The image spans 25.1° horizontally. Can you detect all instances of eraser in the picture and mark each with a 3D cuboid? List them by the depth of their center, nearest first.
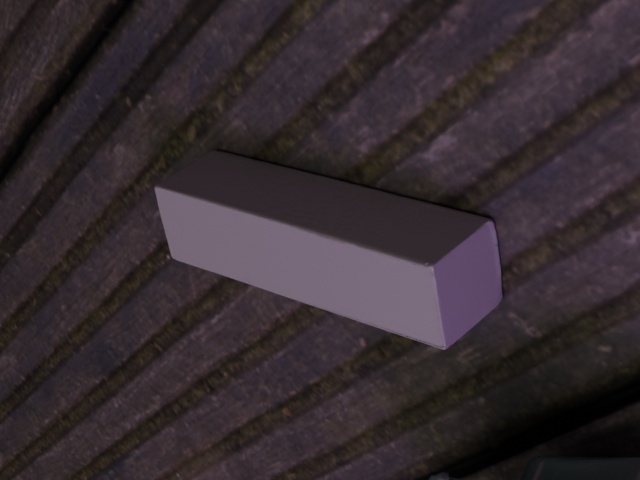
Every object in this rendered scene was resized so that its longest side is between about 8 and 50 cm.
[{"bbox_3d":[0.000,0.001,1.155,0.298,0.078,0.076,16,129,39],"label":"eraser"}]

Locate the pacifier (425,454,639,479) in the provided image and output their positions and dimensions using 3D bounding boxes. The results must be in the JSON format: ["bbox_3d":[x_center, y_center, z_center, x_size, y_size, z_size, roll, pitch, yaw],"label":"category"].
[{"bbox_3d":[0.198,0.293,1.037,0.288,0.269,0.343,41,153,-27],"label":"pacifier"}]
